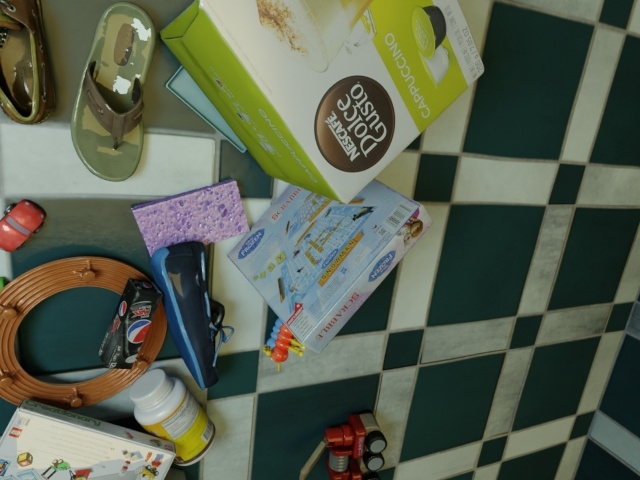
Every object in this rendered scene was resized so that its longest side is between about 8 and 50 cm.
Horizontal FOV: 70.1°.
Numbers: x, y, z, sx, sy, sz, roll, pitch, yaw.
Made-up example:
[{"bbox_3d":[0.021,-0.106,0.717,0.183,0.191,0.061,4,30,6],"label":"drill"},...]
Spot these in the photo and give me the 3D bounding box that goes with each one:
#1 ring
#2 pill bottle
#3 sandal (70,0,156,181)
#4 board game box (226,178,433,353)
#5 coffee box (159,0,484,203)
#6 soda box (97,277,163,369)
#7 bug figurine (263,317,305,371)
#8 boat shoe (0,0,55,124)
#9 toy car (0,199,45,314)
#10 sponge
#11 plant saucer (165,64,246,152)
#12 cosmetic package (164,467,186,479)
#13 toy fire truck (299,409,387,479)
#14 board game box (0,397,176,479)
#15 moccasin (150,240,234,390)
[{"bbox_3d":[-0.466,0.192,0.889,0.336,0.032,0.337,-16,119,-31],"label":"ring"},{"bbox_3d":[-0.327,0.387,1.009,0.117,0.117,0.215,-30,118,-13],"label":"pill bottle"},{"bbox_3d":[-0.353,-0.249,0.778,0.120,0.086,0.303,6,106,-27],"label":"sandal"},{"bbox_3d":[0.000,0.000,0.905,0.319,0.318,0.066,-48,136,-2],"label":"board game box"},{"bbox_3d":[-0.011,-0.313,0.763,0.334,0.338,0.338,-44,120,-9],"label":"coffee box"},{"bbox_3d":[-0.370,0.162,0.886,0.053,0.060,0.169,18,99,-44],"label":"soda box"},{"bbox_3d":[-0.067,0.166,1.003,0.072,0.279,0.217,22,79,-6],"label":"bug figurine"},{"bbox_3d":[-0.471,-0.330,0.680,0.110,0.104,0.308,-19,116,-18],"label":"boat shoe"},{"bbox_3d":[-0.590,0.062,0.800,0.238,0.053,0.225,-16,115,-19],"label":"toy car"},{"bbox_3d":[-0.260,-0.042,0.932,0.209,0.031,0.117,-20,116,-18],"label":"sponge"},{"bbox_3d":[-0.202,-0.258,0.888,0.192,0.018,0.067,40,89,-30],"label":"plant saucer"},{"bbox_3d":[-0.470,0.580,1.016,0.309,0.113,0.160,35,91,-32],"label":"cosmetic package"},{"bbox_3d":[0.050,0.611,1.268,0.246,0.158,0.217,0,110,-13],"label":"toy fire truck"},{"bbox_3d":[-0.465,0.448,0.880,0.305,0.053,0.193,29,85,-21],"label":"board game box"},{"bbox_3d":[-0.245,0.164,0.948,0.116,0.137,0.342,-25,126,-32],"label":"moccasin"}]
